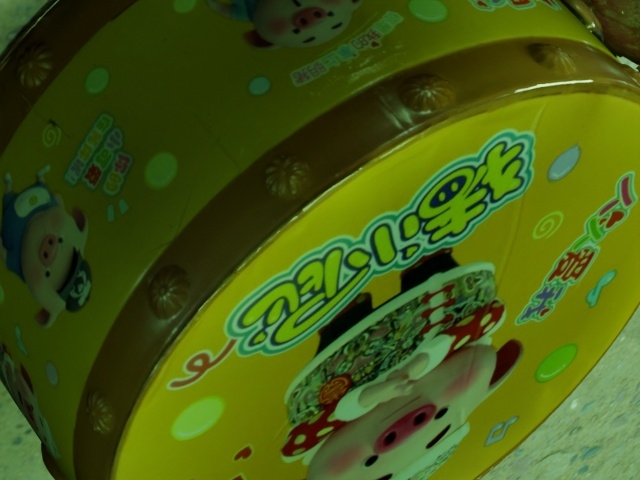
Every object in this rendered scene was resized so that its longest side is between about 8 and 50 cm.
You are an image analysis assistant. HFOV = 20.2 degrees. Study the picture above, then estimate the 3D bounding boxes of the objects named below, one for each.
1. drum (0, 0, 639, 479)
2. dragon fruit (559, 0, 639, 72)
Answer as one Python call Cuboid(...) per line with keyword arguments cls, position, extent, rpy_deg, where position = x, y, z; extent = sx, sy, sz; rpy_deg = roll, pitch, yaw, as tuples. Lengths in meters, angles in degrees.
Cuboid(cls="drum", position=(0.000, 0.000, 1.086), extent=(0.431, 0.214, 0.431), rpy_deg=(-26, 146, -19))
Cuboid(cls="dragon fruit", position=(0.258, -0.214, 1.157), extent=(0.268, 0.130, 0.295), rpy_deg=(-38, 149, -2))
